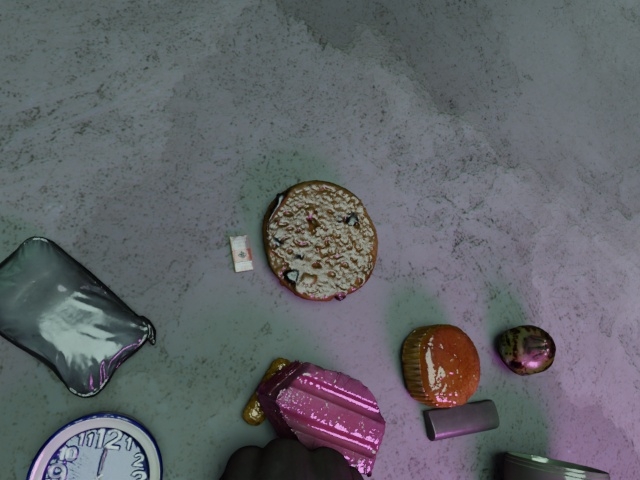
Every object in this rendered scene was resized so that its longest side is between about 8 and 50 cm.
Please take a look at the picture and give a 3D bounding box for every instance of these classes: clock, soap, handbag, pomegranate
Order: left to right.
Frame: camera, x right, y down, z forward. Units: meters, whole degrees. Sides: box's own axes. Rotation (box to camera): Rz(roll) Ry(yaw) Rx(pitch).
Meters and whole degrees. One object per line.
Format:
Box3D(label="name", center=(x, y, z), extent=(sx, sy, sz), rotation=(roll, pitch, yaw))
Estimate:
Box3D(label="handbag", center=(-0.499, 0.150, 0.973), extent=(0.332, 0.075, 0.192), rotation=(40, 65, -3))
Box3D(label="clock", center=(-0.414, 0.441, 0.927), extent=(0.230, 0.083, 0.231), rotation=(5, 74, -16))
Box3D(label="soap", center=(0.001, 0.361, 1.043), extent=(0.289, 0.112, 0.182), rotation=(29, 66, -24))
Box3D(label="pomegranate", center=(0.525, 0.265, 1.252), extent=(0.138, 0.163, 0.126), rotation=(0, 49, -1))

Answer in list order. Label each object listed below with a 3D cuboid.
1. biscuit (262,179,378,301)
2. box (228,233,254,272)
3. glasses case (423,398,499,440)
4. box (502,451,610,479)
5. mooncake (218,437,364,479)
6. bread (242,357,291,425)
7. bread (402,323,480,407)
Box3D(label="biscuit", center=(0.000, 0.000, 1.173), extent=(0.295, 0.075, 0.296), rotation=(3, 77, -13))
Box3D(label="box", center=(-0.180, 0.029, 1.138), extent=(0.046, 0.012, 0.083), rotation=(-8, 79, -22))
Box3D(label="glasses case", center=(0.344, 0.436, 1.211), extent=(0.190, 0.042, 0.072), rotation=(-2, 71, -19))
Box3D(label="box", center=(0.536, 0.586, 1.139), extent=(0.226, 0.226, 0.150), rotation=(15, 74, -15))
Box3D(label="mooncake", center=(-0.052, 0.505, 0.936), extent=(0.305, 0.306, 0.154), rotation=(17, 35, -15))
Box3D(label="bread", center=(-0.112, 0.325, 1.075), extent=(0.052, 0.044, 0.157), rotation=(38, 69, -14))
Box3D(label="bread", center=(0.291, 0.298, 1.188), extent=(0.199, 0.104, 0.199), rotation=(5, 76, -20))
